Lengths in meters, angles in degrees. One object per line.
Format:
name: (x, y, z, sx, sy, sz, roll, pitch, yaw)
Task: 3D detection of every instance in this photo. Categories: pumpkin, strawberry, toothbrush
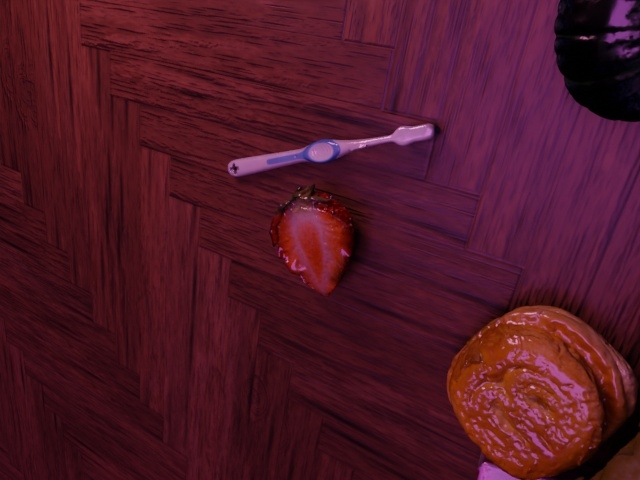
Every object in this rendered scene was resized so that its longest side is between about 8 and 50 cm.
pumpkin: (0.329, -0.213, 0.461, 0.194, 0.150, 0.194, 15, 124, 23)
strawberry: (0.000, 0.000, 0.765, 0.146, 0.082, 0.187, 1, 113, 35)
toothbrush: (-0.005, -0.138, 0.744, 0.386, 0.040, 0.040, -5, 103, 31)

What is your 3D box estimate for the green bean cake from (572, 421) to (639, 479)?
green bean cake: (0.439, 0.310, 0.464, 0.310, 0.202, 0.285, 46, 117, 32)

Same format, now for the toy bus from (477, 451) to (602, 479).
toy bus: (0.365, 0.383, 0.674, 0.274, 0.090, 0.112, 4, 101, 28)

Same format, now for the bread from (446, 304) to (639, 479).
bread: (0.282, 0.203, 0.641, 0.198, 0.120, 0.236, 47, 120, 20)
